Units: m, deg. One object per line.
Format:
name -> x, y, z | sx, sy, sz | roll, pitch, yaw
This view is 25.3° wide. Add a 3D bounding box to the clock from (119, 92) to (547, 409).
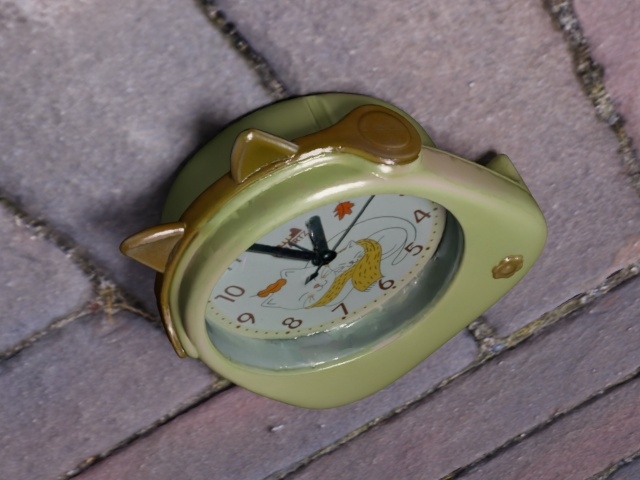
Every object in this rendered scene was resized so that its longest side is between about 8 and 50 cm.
clock -> 0.000, 0.000, 1.186 | 0.286, 0.117, 0.348 | -40, 141, 21
